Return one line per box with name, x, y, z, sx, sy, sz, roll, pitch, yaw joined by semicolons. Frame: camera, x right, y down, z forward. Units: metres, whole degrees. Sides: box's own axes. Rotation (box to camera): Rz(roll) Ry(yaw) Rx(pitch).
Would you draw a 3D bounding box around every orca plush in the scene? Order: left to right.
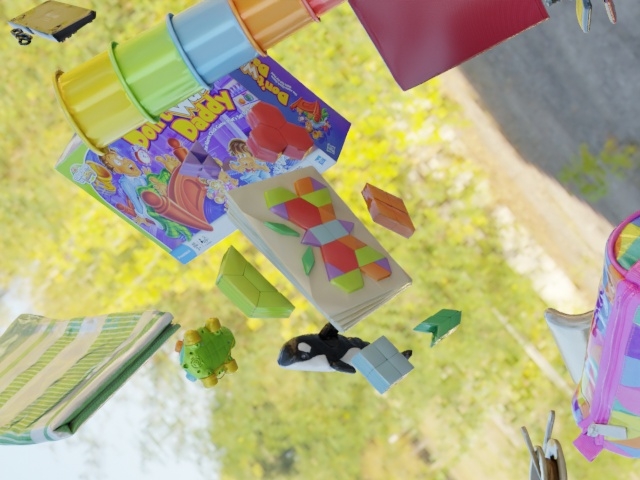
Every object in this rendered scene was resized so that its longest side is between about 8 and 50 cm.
orca plush;0.049;0.204;2.472;0.287;0.102;0.151;5;-176;-18

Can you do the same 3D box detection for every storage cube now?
storage cube;0.128;-0.324;1.456;0.215;0.193;0.183;55;-164;-36

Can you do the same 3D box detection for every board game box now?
board game box;-0.162;-0.123;1.637;0.233;0.078;0.347;38;137;-20

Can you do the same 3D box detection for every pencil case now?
pencil case;0.254;0.081;0.965;0.104;0.104;0.236;48;155;35

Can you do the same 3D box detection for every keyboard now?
keyboard;-0.411;-0.320;1.855;0.180;0.108;0.023;23;141;53

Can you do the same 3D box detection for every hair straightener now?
hair straightener;0.344;-0.326;1.661;0.230;0.089;0.047;22;-130;-73

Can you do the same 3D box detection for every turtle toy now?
turtle toy;-0.172;0.168;1.898;0.066;0.130;0.095;-14;100;39

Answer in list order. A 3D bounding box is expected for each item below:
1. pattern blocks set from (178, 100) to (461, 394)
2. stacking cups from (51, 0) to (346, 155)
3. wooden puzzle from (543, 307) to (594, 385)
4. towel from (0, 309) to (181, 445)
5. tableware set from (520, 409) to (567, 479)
pattern blocks set;0.000;0.000;1.256;0.325;0.026;0.285;40;-141;6
stacking cups;-0.102;-0.200;1.198;0.096;0.316;0.096;59;-174;-10
wooden puzzle;0.440;0.106;1.370;0.322;0.348;0.080;49;-152;-64
towel;-0.361;0.171;1.594;0.325;0.248;0.038;-3;123;41
tableware set;0.210;0.280;1.233;0.128;0.039;0.194;-92;5;-57
